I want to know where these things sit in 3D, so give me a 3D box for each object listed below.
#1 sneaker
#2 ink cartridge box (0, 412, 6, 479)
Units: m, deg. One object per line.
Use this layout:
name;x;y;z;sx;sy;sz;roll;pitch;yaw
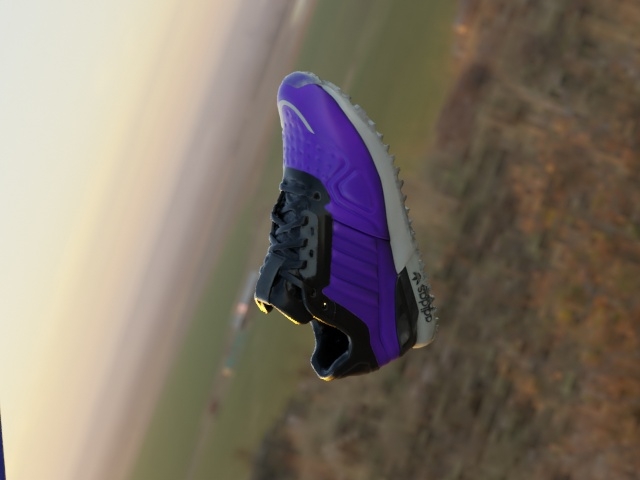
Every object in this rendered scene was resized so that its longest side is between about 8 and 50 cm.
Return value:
sneaker;0.001;0.000;1.705;0.102;0.146;0.293;24;139;59
ink cartridge box;-0.527;0.234;2.174;0.065;0.332;0.165;123;144;-56
